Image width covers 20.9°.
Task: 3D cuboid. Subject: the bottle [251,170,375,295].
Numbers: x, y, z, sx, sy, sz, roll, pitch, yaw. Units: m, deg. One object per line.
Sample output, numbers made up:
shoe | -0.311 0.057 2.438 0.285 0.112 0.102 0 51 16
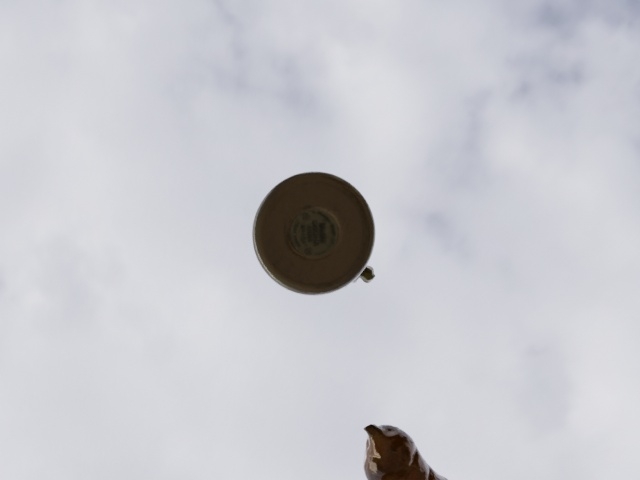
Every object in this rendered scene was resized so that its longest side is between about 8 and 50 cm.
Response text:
bottle | 0.000 0.000 1.435 0.110 0.209 0.097 24 -92 1

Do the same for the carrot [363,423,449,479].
carrot | 0.070 0.171 0.884 0.059 0.248 0.059 -12 -136 12
